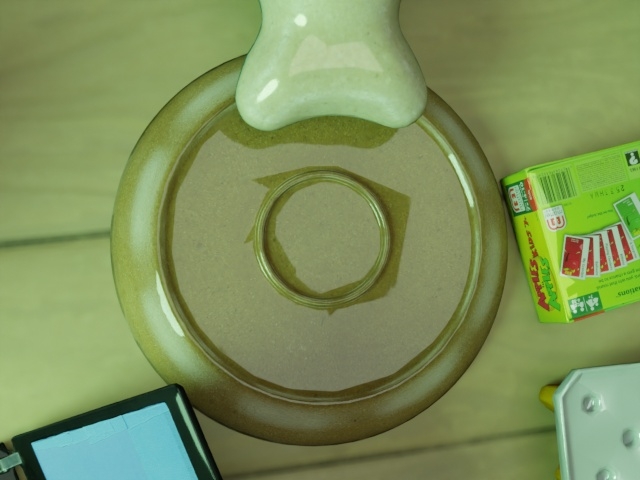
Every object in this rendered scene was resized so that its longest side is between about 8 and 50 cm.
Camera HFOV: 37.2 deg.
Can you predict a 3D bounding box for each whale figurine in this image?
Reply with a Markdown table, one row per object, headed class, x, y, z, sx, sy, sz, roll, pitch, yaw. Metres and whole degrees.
| class | x | y | z | sx | sy | sz | roll | pitch | yaw |
| --- | --- | --- | --- | --- | --- | --- | --- | --- | --- |
| whale figurine | 0.000 | -0.196 | 0.515 | 0.216 | 0.141 | 0.271 | -4 | 98 | -9 |

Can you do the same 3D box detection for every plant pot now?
| class | x | y | z | sx | sy | sz | roll | pitch | yaw |
| --- | --- | --- | --- | --- | --- | --- | --- | --- | --- |
| plant pot | 0.000 | 0.000 | 0.543 | 0.236 | 0.032 | 0.236 | 1 | 86 | -10 |

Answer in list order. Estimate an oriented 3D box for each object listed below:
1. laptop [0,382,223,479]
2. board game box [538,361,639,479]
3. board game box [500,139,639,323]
| class | x | y | z | sx | sy | sz | roll | pitch | yaw |
| --- | --- | --- | --- | --- | --- | --- | --- | --- | --- |
| laptop | -0.146 | 0.221 | 0.444 | 0.264 | 0.136 | 0.234 | -23 | 89 | -11 |
| board game box | 0.334 | 0.253 | 0.572 | 0.390 | 0.050 | 0.389 | -4 | 86 | -11 |
| board game box | 0.210 | -0.018 | 0.575 | 0.181 | 0.043 | 0.092 | -15 | 88 | -11 |
